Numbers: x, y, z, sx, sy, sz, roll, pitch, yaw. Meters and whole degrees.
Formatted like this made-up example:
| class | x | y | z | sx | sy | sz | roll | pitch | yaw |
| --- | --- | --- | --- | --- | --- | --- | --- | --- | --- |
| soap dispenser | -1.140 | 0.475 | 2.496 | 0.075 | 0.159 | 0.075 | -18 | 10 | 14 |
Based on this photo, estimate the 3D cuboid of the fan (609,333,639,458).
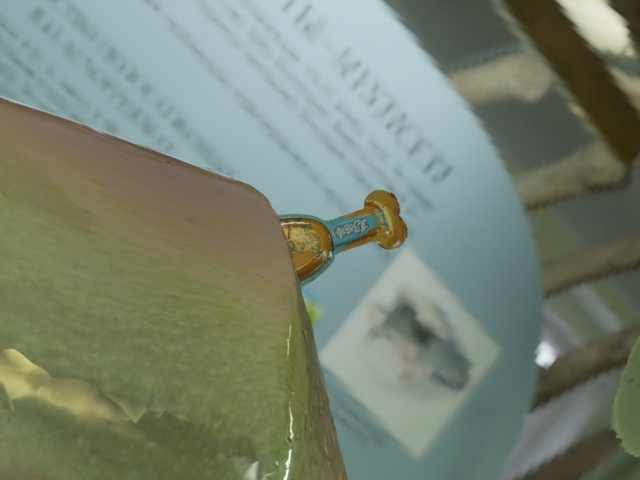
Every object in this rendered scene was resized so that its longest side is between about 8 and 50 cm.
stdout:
| class | x | y | z | sx | sy | sz | roll | pitch | yaw |
| --- | --- | --- | --- | --- | --- | --- | --- | --- | --- |
| fan | 0.327 | 0.030 | 1.330 | 0.190 | 0.329 | 0.009 | 35 | 9 | -44 |

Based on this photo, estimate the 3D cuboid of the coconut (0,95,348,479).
| class | x | y | z | sx | sy | sz | roll | pitch | yaw |
| --- | --- | --- | --- | --- | --- | --- | --- | --- | --- |
| coconut | -0.107 | 0.068 | 0.676 | 0.245 | 0.233 | 0.233 | 23 | -5 | -17 |

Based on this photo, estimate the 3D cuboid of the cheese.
| class | x | y | z | sx | sy | sz | roll | pitch | yaw |
| --- | --- | --- | --- | --- | --- | --- | --- | --- | --- |
| cheese | 0.000 | 0.000 | 1.153 | 0.017 | 0.111 | 0.047 | 148 | -77 | -72 |
